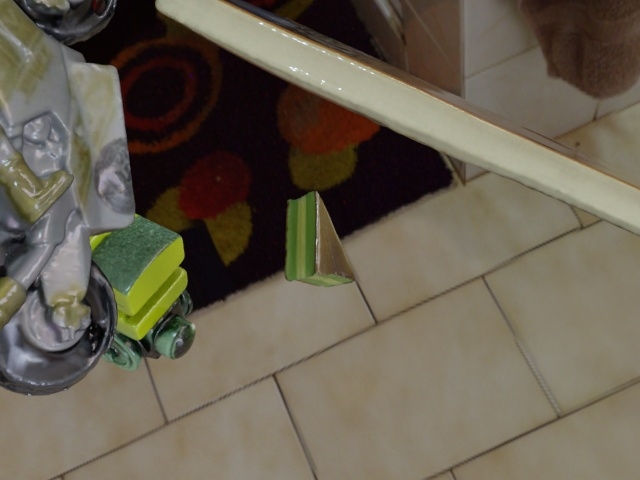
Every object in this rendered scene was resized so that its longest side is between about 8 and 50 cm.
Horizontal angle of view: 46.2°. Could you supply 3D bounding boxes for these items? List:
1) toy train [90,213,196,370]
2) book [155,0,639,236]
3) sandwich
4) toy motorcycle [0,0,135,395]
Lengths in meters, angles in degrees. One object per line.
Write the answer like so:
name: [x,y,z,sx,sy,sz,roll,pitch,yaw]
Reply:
toy train: [-0.386,0.025,1.157,0.442,0.272,0.179,24,52,17]
book: [0.109,-0.072,0.485,0.374,0.262,0.028,25,106,5]
sandwich: [0.000,0.000,1.029,0.074,0.074,0.116,-13,72,48]
toy motorcycle: [-0.153,-0.048,0.309,0.073,0.152,0.225,-10,78,47]
